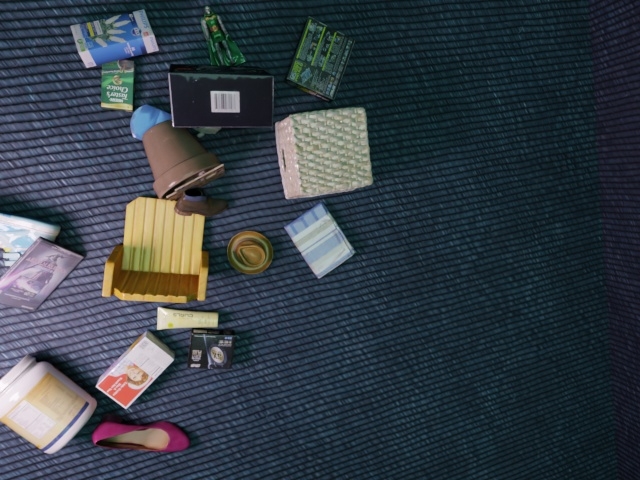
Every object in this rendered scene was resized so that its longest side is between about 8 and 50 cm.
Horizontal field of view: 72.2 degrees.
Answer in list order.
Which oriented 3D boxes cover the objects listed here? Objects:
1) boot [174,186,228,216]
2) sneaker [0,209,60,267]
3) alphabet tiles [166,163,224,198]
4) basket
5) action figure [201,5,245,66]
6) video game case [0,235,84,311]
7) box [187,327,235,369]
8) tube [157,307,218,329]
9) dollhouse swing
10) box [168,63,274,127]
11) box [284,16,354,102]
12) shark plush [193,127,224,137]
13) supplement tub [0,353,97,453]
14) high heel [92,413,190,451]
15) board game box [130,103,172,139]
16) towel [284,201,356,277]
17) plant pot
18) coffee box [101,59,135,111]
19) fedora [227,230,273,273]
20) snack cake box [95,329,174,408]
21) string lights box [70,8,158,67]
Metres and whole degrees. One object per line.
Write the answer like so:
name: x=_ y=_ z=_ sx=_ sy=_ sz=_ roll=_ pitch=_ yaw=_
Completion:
boot: x=-0.447 y=-0.152 z=1.704 sx=0.219 sy=0.106 sz=0.082 roll=-10 pitch=62 yaw=-37
sneaker: x=-1.119 y=0.004 z=1.551 sx=0.319 sy=0.127 sz=0.208 roll=15 pitch=91 yaw=-16
alphabet tiles: x=-0.470 y=-0.215 z=1.672 sx=0.237 sy=0.198 sz=0.009 roll=-30 pitch=94 yaw=-10
basket: x=0.017 y=-0.345 z=1.763 sx=0.331 sy=0.266 sz=0.328 roll=-10 pitch=98 yaw=-16
action figure: x=-0.398 y=-0.787 z=1.700 sx=0.137 sy=0.063 sz=0.232 roll=-23 pitch=99 yaw=-9
video game case: x=-1.020 y=0.126 z=1.576 sx=0.026 sy=0.196 sz=0.274 roll=39 pitch=84 yaw=26
box: x=-0.451 y=0.448 z=1.817 sx=0.180 sy=0.077 sz=0.147 roll=7 pitch=95 yaw=-17
tube: x=-0.539 y=0.323 z=1.790 sx=0.240 sy=0.062 sz=0.070 roll=4 pitch=55 yaw=-11
dollhouse swing: x=-0.589 y=0.025 z=1.635 sx=0.346 sy=0.315 sz=0.305 roll=6 pitch=106 yaw=-16
box: x=-0.364 y=-0.528 z=1.587 sx=0.343 sy=0.312 sz=0.179 roll=-4 pitch=116 yaw=-16
box: x=-0.003 y=-0.742 z=1.815 sx=0.216 sy=0.060 sz=0.270 roll=19 pitch=91 yaw=-16
shark plush: x=-0.432 y=-0.462 z=1.731 sx=0.161 sy=0.073 sz=0.067 roll=-13 pitch=70 yaw=-9
supplement tub: x=-1.014 y=0.588 z=1.595 sx=0.228 sy=0.228 sz=0.316 roll=-44 pitch=105 yaw=-7
high heel: x=-0.700 y=0.799 z=1.733 sx=0.377 sy=0.181 sz=0.127 roll=19 pitch=91 yaw=-17
board game box: x=-0.637 y=-0.437 z=1.684 sx=0.168 sy=0.033 sz=0.133 roll=18 pitch=93 yaw=-27
towel: x=0.000 y=0.000 z=1.917 sx=0.209 sy=0.034 sz=0.285 roll=-35 pitch=103 yaw=-7
plant pot: x=-0.534 y=-0.311 z=1.626 sx=0.263 sy=0.263 sz=0.229 roll=-31 pitch=93 yaw=-10
coffee box: x=-0.749 y=-0.578 z=1.631 sx=0.113 sy=0.040 sz=0.184 roll=4 pitch=95 yaw=-16
fedora: x=-0.288 y=0.055 z=1.817 sx=0.194 sy=0.079 sz=0.194 roll=-2 pitch=96 yaw=-15
snack cake box: x=-0.727 y=0.508 z=1.740 sx=0.264 sy=0.089 sz=0.152 roll=-46 pitch=108 yaw=-6
string lights box: x=-0.734 y=-0.725 z=1.576 sx=0.259 sy=0.077 sz=0.133 roll=-21 pitch=73 yaw=-13
